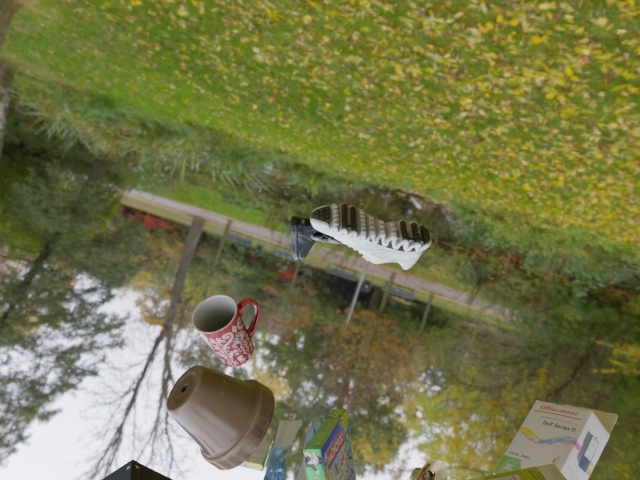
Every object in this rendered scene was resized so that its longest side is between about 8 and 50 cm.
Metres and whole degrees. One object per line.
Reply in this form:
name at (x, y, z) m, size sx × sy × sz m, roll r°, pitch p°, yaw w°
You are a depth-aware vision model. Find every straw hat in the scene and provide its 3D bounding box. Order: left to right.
straw hat at (0.271, 0.635, 1.536) m, size 0.144 × 0.144 × 0.061 m, roll 22°, pitch 169°, yaw -41°

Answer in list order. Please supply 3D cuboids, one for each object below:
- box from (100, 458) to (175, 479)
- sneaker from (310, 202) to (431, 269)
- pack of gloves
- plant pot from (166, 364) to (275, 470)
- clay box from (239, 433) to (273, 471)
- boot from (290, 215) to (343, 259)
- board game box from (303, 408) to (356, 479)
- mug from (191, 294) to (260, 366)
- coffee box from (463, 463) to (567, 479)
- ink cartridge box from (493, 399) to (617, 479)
box at (-0.599, 0.989, 1.976) m, size 0.312 × 0.179 × 0.343 m, roll 46°, pitch -164°, yaw -34°
sneaker at (0.111, -0.003, 1.389) m, size 0.292 × 0.110 × 0.118 m, roll 16°, pitch 131°, yaw -5°
pack of gloves at (-0.074, 0.603, 1.659) m, size 0.195 × 0.232 × 0.046 m, roll -16°, pitch 126°, yaw 28°
plant pot at (-0.295, 0.471, 1.617) m, size 0.229 × 0.263 × 0.263 m, roll 42°, pitch 165°, yaw -26°
clay box at (-0.298, 0.756, 2.122) m, size 0.222 × 0.053 × 0.127 m, roll 8°, pitch -141°, yaw 12°
boot at (0.000, 0.000, 2.128) m, size 0.207 × 0.094 × 0.246 m, roll 5°, pitch 146°, yaw 5°
board game box at (0.030, 0.575, 1.457) m, size 0.046 × 0.214 × 0.317 m, roll -7°, pitch 179°, yaw 14°
mug at (-0.214, 0.225, 1.419) m, size 0.150 × 0.113 × 0.169 m, roll -12°, pitch 135°, yaw 6°
coffee box at (0.338, 0.665, 1.024) m, size 0.334 × 0.338 × 0.338 m, roll -5°, pitch -155°, yaw -13°
ink cartridge box at (0.695, 0.600, 1.702) m, size 0.119 × 0.353 × 0.207 m, roll 51°, pitch 154°, yaw -16°
